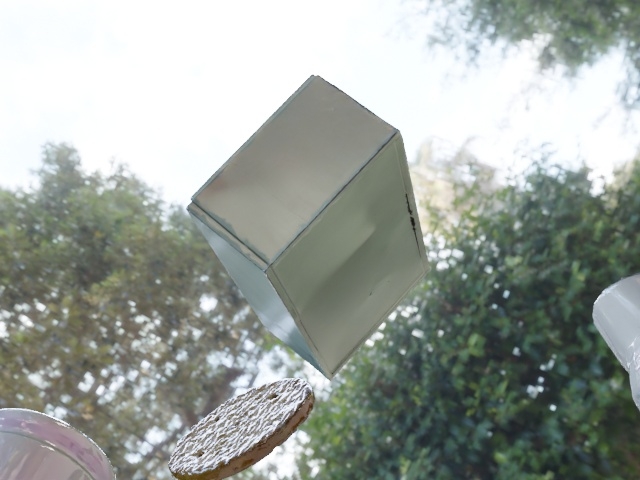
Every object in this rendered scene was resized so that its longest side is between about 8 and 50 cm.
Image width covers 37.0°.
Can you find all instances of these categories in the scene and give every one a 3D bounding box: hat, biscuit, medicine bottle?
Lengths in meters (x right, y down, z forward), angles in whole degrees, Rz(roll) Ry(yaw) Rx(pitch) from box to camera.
[{"bbox_3d":[0.542,0.176,1.491,0.161,0.275,0.232,-10,-38,-44],"label":"hat"},{"bbox_3d":[-0.089,0.219,1.098,0.188,0.188,0.027,-39,-75,-41],"label":"biscuit"},{"bbox_3d":[-0.386,0.373,1.099,0.316,0.202,0.202,-69,-19,-49],"label":"medicine bottle"}]

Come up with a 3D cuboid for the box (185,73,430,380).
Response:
[{"bbox_3d":[0.000,0.000,0.715,0.129,0.086,0.225,-47,-25,-12],"label":"box"}]
